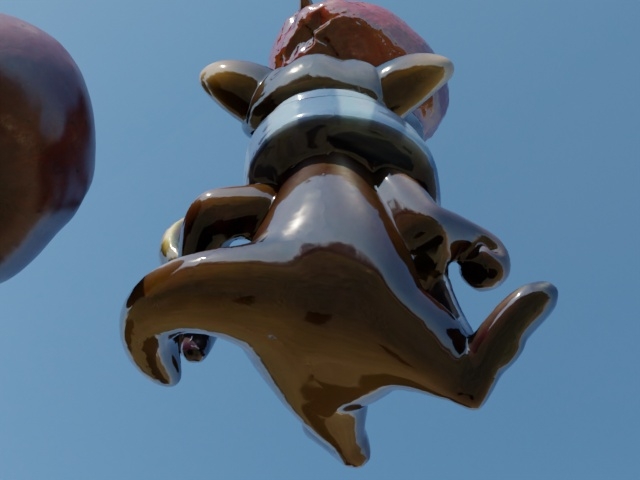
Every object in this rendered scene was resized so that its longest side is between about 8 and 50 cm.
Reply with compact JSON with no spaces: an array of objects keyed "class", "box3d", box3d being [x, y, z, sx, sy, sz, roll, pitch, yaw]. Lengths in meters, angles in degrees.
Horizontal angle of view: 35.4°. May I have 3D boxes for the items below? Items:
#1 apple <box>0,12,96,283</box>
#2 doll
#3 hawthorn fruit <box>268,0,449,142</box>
[{"class":"apple","box3d":[-0.282,-0.070,0.718,0.234,0.234,0.234,4,-68,11]},{"class":"doll","box3d":[0.001,0.004,0.749,0.318,0.339,0.209,-12,-49,11]},{"class":"hawthorn fruit","box3d":[0.030,-0.144,0.980,0.179,0.173,0.173,25,-66,-6]}]
